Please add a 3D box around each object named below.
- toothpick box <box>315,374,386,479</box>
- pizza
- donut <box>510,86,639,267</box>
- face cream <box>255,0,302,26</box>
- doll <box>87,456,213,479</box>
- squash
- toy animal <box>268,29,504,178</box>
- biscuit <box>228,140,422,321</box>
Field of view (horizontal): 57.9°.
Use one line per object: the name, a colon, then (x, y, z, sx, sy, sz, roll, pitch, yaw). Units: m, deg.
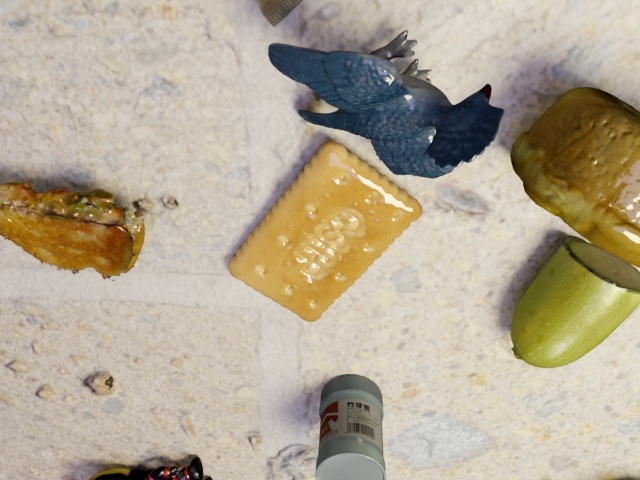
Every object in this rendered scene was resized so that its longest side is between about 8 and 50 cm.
toothpick box: (0.045, 0.288, 0.860, 0.101, 0.153, 0.101, 2, 119, 3)
pizza: (-0.336, -0.021, 0.764, 0.226, 0.069, 0.147, 8, 141, 3)
donut: (0.342, -0.058, 0.617, 0.261, 0.208, 0.128, 21, 118, -14)
face cream: (-0.114, -0.376, 0.545, 0.137, 0.084, 0.341, -36, 120, 23)
doll: (-0.319, 0.445, 1.018, 0.248, 0.088, 0.127, -17, 97, 2)
squash: (0.320, 0.095, 0.756, 0.123, 0.123, 0.187, 25, 117, -10)
toy animal: (0.066, -0.134, 0.598, 0.255, 0.176, 0.239, -15, 138, 39)
biscuit: (0.000, 0.000, 0.763, 0.160, 0.030, 0.250, 34, 119, -16)
